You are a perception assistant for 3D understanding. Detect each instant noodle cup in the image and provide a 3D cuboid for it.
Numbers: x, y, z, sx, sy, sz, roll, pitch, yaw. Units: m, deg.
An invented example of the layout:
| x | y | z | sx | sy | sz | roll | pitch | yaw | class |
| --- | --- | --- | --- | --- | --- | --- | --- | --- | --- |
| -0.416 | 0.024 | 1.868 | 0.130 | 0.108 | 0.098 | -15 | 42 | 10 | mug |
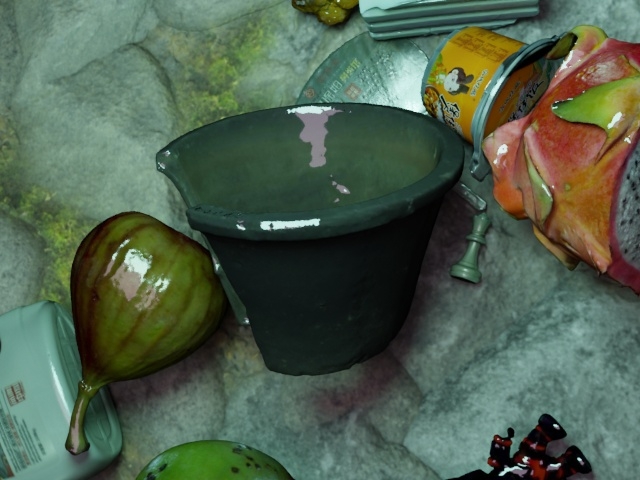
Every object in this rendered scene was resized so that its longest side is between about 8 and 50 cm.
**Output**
| x | y | z | sx | sy | sz | roll | pitch | yaw | class |
| --- | --- | --- | --- | --- | --- | --- | --- | --- | --- |
| 0.207 | -0.193 | 1.275 | 0.125 | 0.177 | 0.208 | 34 | 75 | 29 | instant noodle cup |

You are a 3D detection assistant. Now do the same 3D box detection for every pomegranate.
| x | y | z | sx | sy | sz | roll | pitch | yaw | class |
| --- | --- | --- | --- | --- | --- | --- | --- | --- | --- |
| -0.168 | 0.385 | 1.273 | 0.323 | 0.291 | 0.290 | 15 | 89 | 25 | pomegranate |

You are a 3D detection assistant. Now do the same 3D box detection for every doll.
| x | y | z | sx | sy | sz | roll | pitch | yaw | class |
| --- | --- | --- | --- | --- | --- | --- | --- | --- | --- |
| 0.214 | 0.322 | 1.260 | 0.249 | 0.088 | 0.127 | -35 | 77 | 7 | doll |

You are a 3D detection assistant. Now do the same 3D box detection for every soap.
| x | y | z | sx | sy | sz | roll | pitch | yaw | class |
| --- | --- | --- | --- | --- | --- | --- | --- | --- | --- |
| 0.167 | -0.328 | 1.298 | 0.230 | 0.145 | 0.091 | -5 | 83 | 10 | soap |

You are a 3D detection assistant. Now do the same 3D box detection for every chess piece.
| x | y | z | sx | sy | sz | roll | pitch | yaw | class |
| --- | --- | --- | --- | --- | --- | --- | --- | --- | --- |
| 0.200 | 0.008 | 1.319 | 0.042 | 0.042 | 0.093 | 16 | 83 | 17 | chess piece |

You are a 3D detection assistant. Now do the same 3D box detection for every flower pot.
| x | y | z | sx | sy | sz | roll | pitch | yaw | class |
| --- | --- | --- | --- | --- | --- | --- | --- | --- | --- |
| 0.000 | 0.000 | 1.236 | 0.379 | 0.379 | 0.251 | 1 | 116 | 16 | flower pot |

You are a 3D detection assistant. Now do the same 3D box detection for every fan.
| x | y | z | sx | sy | sz | roll | pitch | yaw | class |
| --- | --- | --- | --- | --- | --- | --- | --- | --- | --- |
| 0.072 | -0.137 | 1.379 | 0.223 | 0.012 | 0.294 | -22 | 78 | 13 | fan |

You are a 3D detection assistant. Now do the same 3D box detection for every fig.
| x | y | z | sx | sy | sz | roll | pitch | yaw | class |
| --- | --- | --- | --- | --- | --- | --- | --- | --- | --- |
| -0.256 | 0.130 | 1.323 | 0.217 | 0.217 | 0.321 | 22 | 78 | 17 | fig |

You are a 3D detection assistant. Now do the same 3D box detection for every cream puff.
| x | y | z | sx | sy | sz | roll | pitch | yaw | class |
| --- | --- | --- | --- | --- | --- | --- | --- | --- | --- |
| 0.009 | -0.355 | 1.374 | 0.116 | 0.094 | 0.122 | -42 | 61 | 52 | cream puff |

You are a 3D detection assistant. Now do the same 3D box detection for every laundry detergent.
| x | y | z | sx | sy | sz | roll | pitch | yaw | class |
| --- | --- | --- | --- | --- | --- | --- | --- | --- | --- |
| -0.501 | 0.273 | 1.452 | 0.398 | 0.125 | 0.264 | -26 | 81 | 14 | laundry detergent |

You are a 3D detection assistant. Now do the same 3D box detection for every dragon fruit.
| x | y | z | sx | sy | sz | roll | pitch | yaw | class |
| --- | --- | --- | --- | --- | --- | --- | --- | --- | --- |
| 0.336 | -0.106 | 1.170 | 0.226 | 0.305 | 0.305 | 34 | 95 | 47 | dragon fruit |
